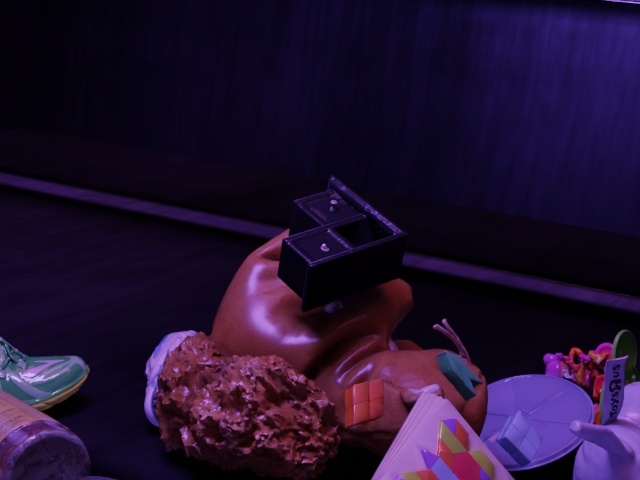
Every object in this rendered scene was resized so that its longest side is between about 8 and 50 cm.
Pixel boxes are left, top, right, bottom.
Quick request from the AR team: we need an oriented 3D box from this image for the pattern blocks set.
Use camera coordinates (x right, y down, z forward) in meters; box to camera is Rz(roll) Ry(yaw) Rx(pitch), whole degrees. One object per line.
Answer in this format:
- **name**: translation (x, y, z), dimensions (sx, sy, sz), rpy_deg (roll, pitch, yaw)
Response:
- **pattern blocks set**: translation (0.131, 0.262, 1.194), dimensions (0.285, 0.026, 0.325), rpy_deg (40, 45, -12)

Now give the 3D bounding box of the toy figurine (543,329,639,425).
- **toy figurine**: translation (0.372, 0.212, 1.634), dimensions (0.159, 0.173, 0.130), rpy_deg (1, -4, 41)

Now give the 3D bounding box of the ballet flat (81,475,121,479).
- **ballet flat**: translation (-0.168, 0.306, 1.195), dimensions (0.203, 0.074, 0.074), rpy_deg (24, 20, 20)

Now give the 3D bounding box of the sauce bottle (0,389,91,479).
- **sauce bottle**: translation (-0.392, 0.233, 1.325), dimensions (0.111, 0.112, 0.344), rpy_deg (-5, 9, -36)

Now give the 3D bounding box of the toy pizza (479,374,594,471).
- **toy pizza**: translation (0.280, 0.257, 1.546), dimensions (0.201, 0.032, 0.201), rpy_deg (-15, 27, 8)

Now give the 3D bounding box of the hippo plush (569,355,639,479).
- **hippo plush**: translation (0.395, 0.272, 1.183), dimensions (0.236, 0.294, 0.234), rpy_deg (21, 41, 24)

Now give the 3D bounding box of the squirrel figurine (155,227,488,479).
- **squirrel figurine**: translation (0.004, 0.204, 1.419), dimensions (0.397, 0.281, 0.370), rpy_deg (-25, 41, -37)

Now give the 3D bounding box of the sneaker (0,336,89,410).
- **sneaker**: translation (-0.467, 0.170, 1.527), dimensions (0.295, 0.124, 0.109), rpy_deg (3, 14, -11)

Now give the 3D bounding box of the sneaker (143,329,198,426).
- **sneaker**: translation (-0.219, 0.205, 1.602), dimensions (0.086, 0.085, 0.237), rpy_deg (-24, 16, 11)

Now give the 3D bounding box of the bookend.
- **bookend**: translation (0.000, 0.000, 1.422), dimensions (0.156, 0.072, 0.157), rpy_deg (-17, 42, -34)
